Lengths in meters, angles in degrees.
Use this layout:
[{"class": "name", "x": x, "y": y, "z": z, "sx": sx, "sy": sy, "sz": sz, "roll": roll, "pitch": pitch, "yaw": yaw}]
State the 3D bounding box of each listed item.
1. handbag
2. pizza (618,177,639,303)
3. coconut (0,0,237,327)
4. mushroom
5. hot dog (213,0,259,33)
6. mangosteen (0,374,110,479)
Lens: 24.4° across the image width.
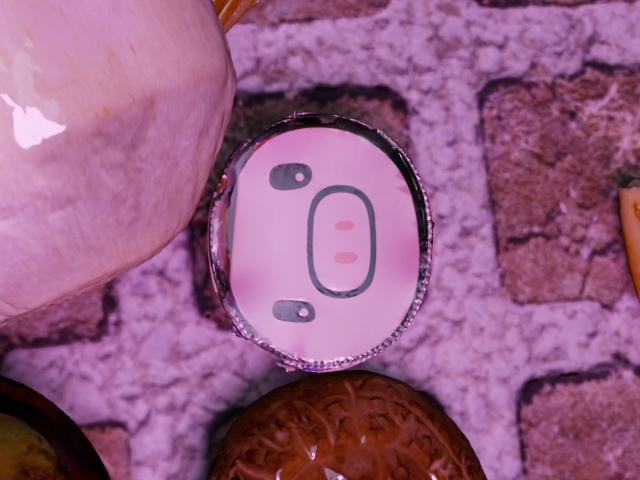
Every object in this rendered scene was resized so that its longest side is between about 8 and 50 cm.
[{"class": "handbag", "x": 0.001, "y": 0.000, "z": 1.126, "sx": 0.179, "sy": 0.116, "sz": 0.205, "roll": 0, "pitch": 83, "yaw": -9}, {"class": "pizza", "x": 0.426, "y": 0.053, "z": 1.201, "sx": 0.409, "sy": 0.114, "sz": 0.277, "roll": 41, "pitch": 83, "yaw": -5}, {"class": "coconut", "x": -0.261, "y": -0.140, "z": 0.978, "sx": 0.415, "sy": 0.345, "sz": 0.415, "roll": 8, "pitch": 109, "yaw": 25}, {"class": "mushroom", "x": 0.017, "y": 0.222, "z": 1.085, "sx": 0.253, "sy": 0.153, "sz": 0.253, "roll": 1, "pitch": 86, "yaw": -19}, {"class": "hot dog", "x": -0.069, "y": -0.210, "z": 1.188, "sx": 0.056, "sy": 0.041, "sz": 0.133, "roll": 38, "pitch": 85, "yaw": -2}, {"class": "mangosteen", "x": -0.263, "y": 0.211, "z": 0.945, "sx": 0.311, "sy": 0.311, "sz": 0.311, "roll": 1, "pitch": 82, "yaw": -9}]
